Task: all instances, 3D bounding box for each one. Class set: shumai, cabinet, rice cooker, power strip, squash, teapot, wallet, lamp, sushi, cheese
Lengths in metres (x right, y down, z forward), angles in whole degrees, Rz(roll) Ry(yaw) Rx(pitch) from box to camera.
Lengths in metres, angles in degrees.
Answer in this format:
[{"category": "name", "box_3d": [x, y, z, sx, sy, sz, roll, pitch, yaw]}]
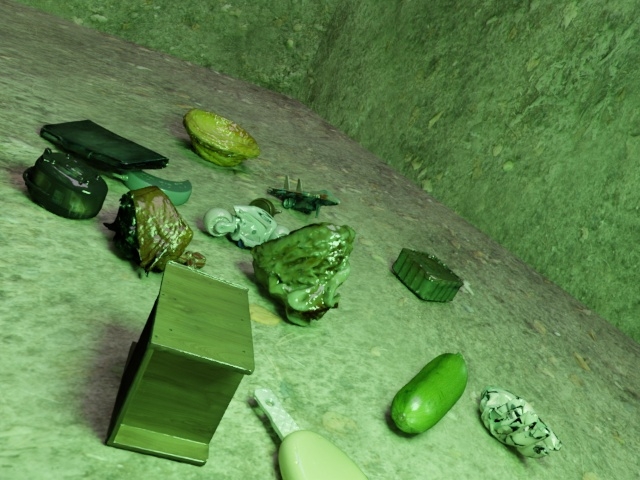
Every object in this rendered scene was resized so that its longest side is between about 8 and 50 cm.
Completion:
[{"category": "shumai", "box_3d": [-0.023, 0.080, 1.255, 0.189, 0.255, 0.218, 22, 52, -55]}, {"category": "cabinet", "box_3d": [-0.192, 0.170, 0.810, 0.148, 0.175, 0.215, 21, 20, -19]}, {"category": "rice cooker", "box_3d": [-0.531, -0.115, 1.171, 0.165, 0.106, 0.112, 37, 23, -8]}, {"category": "power strip", "box_3d": [-0.437, -0.148, 1.459, 0.215, 0.044, 0.137, 16, 24, -31]}, {"category": "squash", "box_3d": [0.240, 0.306, 1.161, 0.101, 0.101, 0.378, 35, 20, 19]}, {"category": "teapot", "box_3d": [-0.174, -0.085, 1.618, 0.121, 0.076, 0.068, 1, 4, 14]}, {"category": "wallet", "box_3d": [-0.562, -0.244, 1.447, 0.317, 0.045, 0.172, 24, 24, 22]}, {"category": "lamp", "box_3d": [-0.283, 0.043, 1.219, 0.063, 0.031, 0.083, 33, 17, 9]}, {"category": "sushi", "box_3d": [-0.370, -0.043, 1.169, 0.287, 0.140, 0.149, 45, -9, 41]}, {"category": "cheese", "box_3d": [-0.029, 0.316, 0.848, 0.127, 0.054, 0.251, 7, 28, -44]}]

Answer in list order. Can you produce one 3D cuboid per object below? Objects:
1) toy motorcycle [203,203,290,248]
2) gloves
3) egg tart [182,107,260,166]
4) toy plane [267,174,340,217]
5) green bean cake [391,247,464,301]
[{"category": "toy motorcycle", "box_3d": [-0.177, -0.037, 1.435, 0.254, 0.113, 0.112, 15, 24, -35]}, {"category": "gloves", "box_3d": [0.414, 0.389, 1.177, 0.128, 0.111, 0.212, 49, 12, -15]}, {"category": "egg tart", "box_3d": [-0.351, -0.340, 1.935, 0.293, 0.123, 0.294, 26, 23, -12]}, {"category": "toy plane", "box_3d": [-0.038, -0.131, 1.816, 0.222, 0.105, 0.326, 12, 10, -36]}, {"category": "green bean cake", "box_3d": [0.333, 0.113, 1.757, 0.181, 0.094, 0.173, 10, 28, -43]}]
